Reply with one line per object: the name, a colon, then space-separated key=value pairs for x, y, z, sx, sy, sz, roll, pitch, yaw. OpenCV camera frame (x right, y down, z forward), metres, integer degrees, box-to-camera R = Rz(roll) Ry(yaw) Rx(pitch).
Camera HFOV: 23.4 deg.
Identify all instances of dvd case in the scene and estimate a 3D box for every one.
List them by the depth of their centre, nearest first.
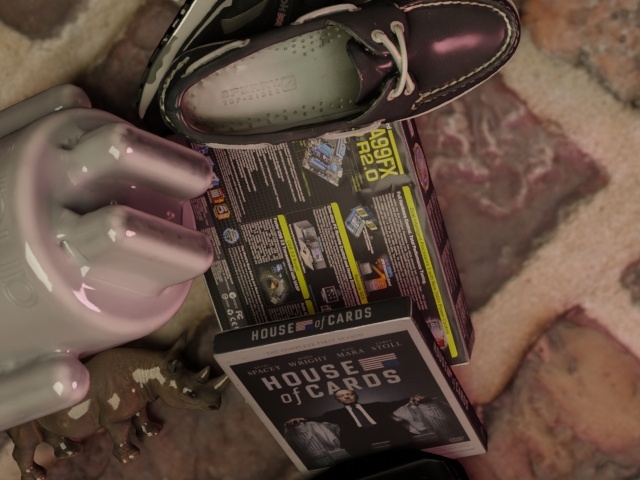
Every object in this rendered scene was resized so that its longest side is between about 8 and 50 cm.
dvd case: x=0.032 y=0.138 z=1.372 sx=0.179 sy=0.029 sz=0.239 roll=-12 pitch=141 yaw=16

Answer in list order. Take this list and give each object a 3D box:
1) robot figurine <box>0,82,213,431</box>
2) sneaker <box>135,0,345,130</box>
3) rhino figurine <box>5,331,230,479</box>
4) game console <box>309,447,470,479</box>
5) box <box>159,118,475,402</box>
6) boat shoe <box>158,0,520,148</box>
robot figurine: x=-0.247 y=0.010 z=1.324 sx=0.353 sy=0.300 sz=0.200 roll=-21 pitch=148 yaw=38
sneaker: x=-0.047 y=-0.187 z=1.286 sx=0.124 sy=0.107 sz=0.283 roll=32 pitch=114 yaw=-8
rhino figurine: x=-0.193 y=0.151 z=1.464 sx=0.243 sy=0.073 sz=0.106 roll=-17 pitch=110 yaw=15
game console: x=0.096 y=0.360 z=1.487 sx=0.213 sy=0.044 sz=0.361 roll=-21 pitch=113 yaw=19
box: x=0.000 y=0.000 z=1.373 sx=0.216 sy=0.060 sz=0.270 roll=-13 pitch=108 yaw=15
boat shoe: x=0.022 y=-0.132 z=1.226 sx=0.302 sy=0.091 sz=0.114 roll=-18 pitch=104 yaw=-3
